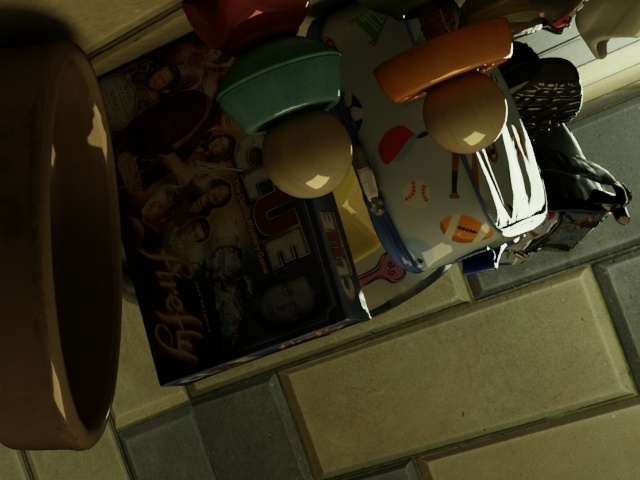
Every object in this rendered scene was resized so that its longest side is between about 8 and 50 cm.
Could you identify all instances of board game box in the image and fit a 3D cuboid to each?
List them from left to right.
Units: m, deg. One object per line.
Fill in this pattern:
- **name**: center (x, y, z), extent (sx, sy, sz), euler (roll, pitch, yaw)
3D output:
- **board game box**: center (-0.074, -0.031, 1.033), extent (0.165, 0.243, 0.042), euler (-22, 168, 24)

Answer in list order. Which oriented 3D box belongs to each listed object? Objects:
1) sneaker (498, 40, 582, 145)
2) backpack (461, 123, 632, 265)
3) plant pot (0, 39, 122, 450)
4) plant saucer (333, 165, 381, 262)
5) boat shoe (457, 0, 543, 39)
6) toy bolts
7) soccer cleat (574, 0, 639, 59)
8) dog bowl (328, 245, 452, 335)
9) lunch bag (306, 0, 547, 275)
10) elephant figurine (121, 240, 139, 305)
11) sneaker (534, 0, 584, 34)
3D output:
- **sneaker**: center (0.211, -0.179, 1.572), extent (0.107, 0.124, 0.283), euler (0, 169, -11)
- **backpack**: center (0.226, -0.093, 1.836), extent (0.263, 0.276, 0.213), euler (5, 135, -48)
- **plant pot**: center (-0.258, 0.008, 0.886), extent (0.229, 0.263, 0.263), euler (-2, 177, 0)
- **plant saucer**: center (-0.006, -0.052, 1.545), extent (0.333, 0.081, 0.333), euler (-31, 159, -38)
- **boat shoe**: center (0.140, -0.195, 1.132), extent (0.068, 0.072, 0.190), euler (-17, -173, 12)
- **toy bolts**: center (0.044, -0.127, 0.910), extent (0.229, 0.158, 0.218), euler (-19, 177, -18)
- **soccer cleat**: center (0.355, -0.254, 1.453), extent (0.196, 0.076, 0.068), euler (-23, 176, 43)
- **dog bowl**: center (0.000, 0.000, 2.097), extent (0.408, 0.150, 0.408), euler (-19, -162, 7)
- **lunch bag**: center (0.098, -0.087, 1.183), extent (0.115, 0.243, 0.303), euler (-21, 178, 20)
- **elephant figurine**: center (-0.153, -0.028, 1.180), extent (0.239, 0.186, 0.169), euler (-31, 166, 8)
- **sneaker**: center (0.219, -0.221, 1.267), extent (0.158, 0.064, 0.061), euler (-20, 177, -1)
